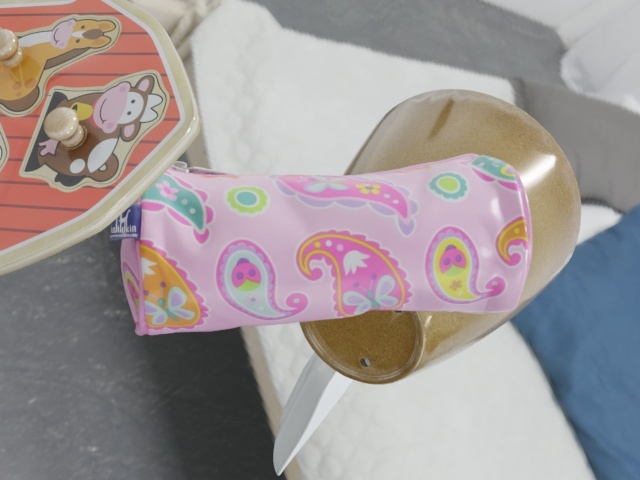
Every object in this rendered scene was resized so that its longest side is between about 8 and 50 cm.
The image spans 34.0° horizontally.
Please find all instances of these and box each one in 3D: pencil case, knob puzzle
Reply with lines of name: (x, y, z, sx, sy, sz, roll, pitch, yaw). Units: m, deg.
pencil case: (0.000, 0.000, 0.731, 0.284, 0.124, 0.124, -2, 59, -8)
knob puzzle: (-0.159, -0.072, 0.584, 0.030, 0.213, 0.213, 58, 21, -57)

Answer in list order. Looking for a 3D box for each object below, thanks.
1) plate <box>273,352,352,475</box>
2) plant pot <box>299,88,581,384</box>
plate: (0.037, 0.135, 1.309, 0.045, 0.278, 0.277, 35, 53, 9)
plant pot: (0.088, 0.013, 0.955, 0.237, 0.237, 0.254, 53, 38, -5)
